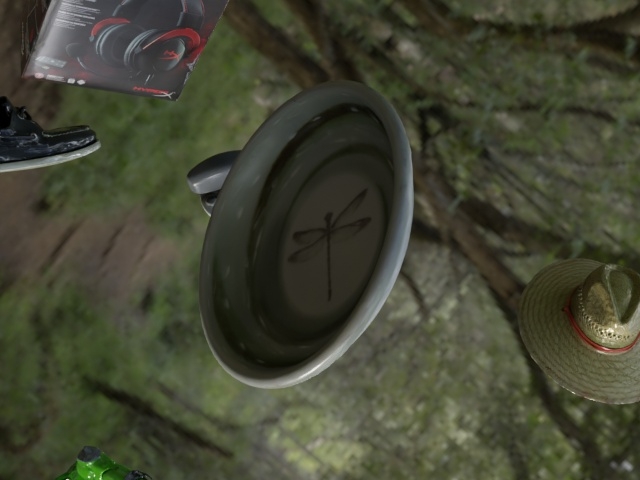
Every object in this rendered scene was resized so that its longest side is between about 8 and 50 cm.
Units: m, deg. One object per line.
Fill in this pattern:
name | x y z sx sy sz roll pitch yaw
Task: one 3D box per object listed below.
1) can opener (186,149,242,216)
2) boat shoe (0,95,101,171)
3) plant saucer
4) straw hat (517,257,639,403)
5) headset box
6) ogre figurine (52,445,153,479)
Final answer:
can opener | -0.050 -0.115 1.965 0.280 0.074 0.093 -26 149 -8
boat shoe | -0.477 -0.155 2.030 0.340 0.113 0.127 -15 -170 -38
plant saucer | 0.000 0.000 1.733 0.400 0.100 0.400 -29 -129 42
straw hat | 0.232 0.054 1.102 0.144 0.144 0.061 -53 171 -40
headset box | -0.241 -0.317 1.731 0.293 0.218 0.110 128 -38 -49
ogre figurine | -0.285 0.334 1.781 0.097 0.118 0.197 -44 175 -24
